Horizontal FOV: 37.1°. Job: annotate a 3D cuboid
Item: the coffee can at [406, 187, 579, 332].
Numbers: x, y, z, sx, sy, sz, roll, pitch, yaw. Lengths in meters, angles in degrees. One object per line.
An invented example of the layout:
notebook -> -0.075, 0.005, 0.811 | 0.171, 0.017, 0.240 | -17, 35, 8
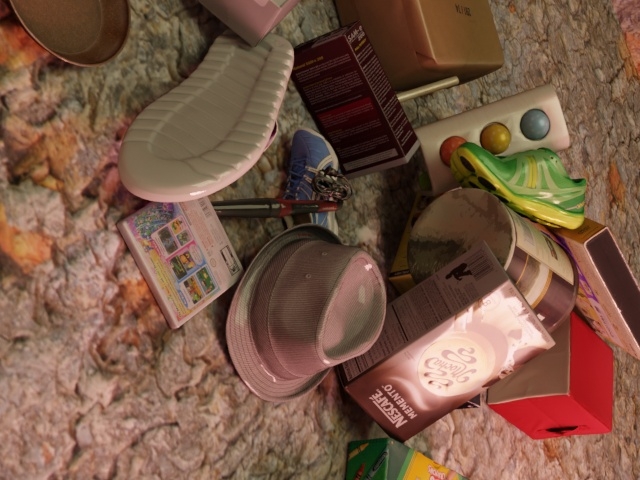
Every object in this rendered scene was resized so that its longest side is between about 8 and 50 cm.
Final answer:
coffee can -> 0.307, 0.047, 1.684 | 0.275, 0.201, 0.202 | 28, 57, -48

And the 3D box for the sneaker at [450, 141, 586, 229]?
sneaker -> 0.348, -0.114, 1.678 | 0.295, 0.109, 0.124 | 22, 82, -28

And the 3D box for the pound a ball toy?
pound a ball toy -> 0.268, -0.212, 1.728 | 0.319, 0.136, 0.208 | -19, 97, -10

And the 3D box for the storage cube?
storage cube -> 0.467, 0.274, 1.937 | 0.193, 0.183, 0.215 | 38, 51, -39

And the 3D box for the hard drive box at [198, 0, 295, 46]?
hard drive box -> -0.101, -0.422, 1.434 | 0.181, 0.089, 0.232 | 39, 44, -7

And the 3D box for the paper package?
paper package -> 0.182, -0.448, 1.817 | 0.325, 0.168, 0.310 | -16, 90, -54

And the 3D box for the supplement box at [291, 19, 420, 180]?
supplement box -> 0.054, -0.230, 1.595 | 0.239, 0.130, 0.073 | 61, 37, -21

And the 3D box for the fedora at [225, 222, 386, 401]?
fedora -> 0.003, 0.103, 1.366 | 0.275, 0.124, 0.244 | -46, 124, -41

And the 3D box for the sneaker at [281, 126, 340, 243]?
sneaker -> -0.019, -0.077, 1.485 | 0.081, 0.080, 0.211 | 9, 70, -54

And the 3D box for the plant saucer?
plant saucer -> -0.322, -0.307, 1.189 | 0.198, 0.036, 0.199 | 24, 59, -47

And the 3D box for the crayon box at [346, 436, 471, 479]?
crayon box -> 0.147, 0.437, 1.528 | 0.278, 0.081, 0.165 | 35, 51, -42

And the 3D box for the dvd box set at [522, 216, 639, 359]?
dvd box set -> 0.501, 0.052, 1.922 | 0.308, 0.062, 0.420 | 56, -5, -21

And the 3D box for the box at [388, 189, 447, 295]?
box -> 0.195, 0.009, 1.763 | 0.087, 0.058, 0.232 | 53, 41, -30

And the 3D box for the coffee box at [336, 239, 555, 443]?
coffee box -> 0.186, 0.162, 1.485 | 0.168, 0.297, 0.119 | 49, 11, -32

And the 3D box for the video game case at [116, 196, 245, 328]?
video game case -> -0.181, 0.013, 1.266 | 0.143, 0.019, 0.157 | -39, 110, -42

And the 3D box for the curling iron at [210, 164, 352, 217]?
curling iron -> -0.069, -0.061, 1.394 | 0.274, 0.035, 0.068 | -12, 85, -33

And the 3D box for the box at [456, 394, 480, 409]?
box -> 0.205, 0.206, 1.679 | 0.156, 0.093, 0.158 | 29, 57, -46

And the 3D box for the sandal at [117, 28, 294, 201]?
sandal -> -0.135, -0.161, 1.329 | 0.416, 0.169, 0.102 | -60, 165, -45
